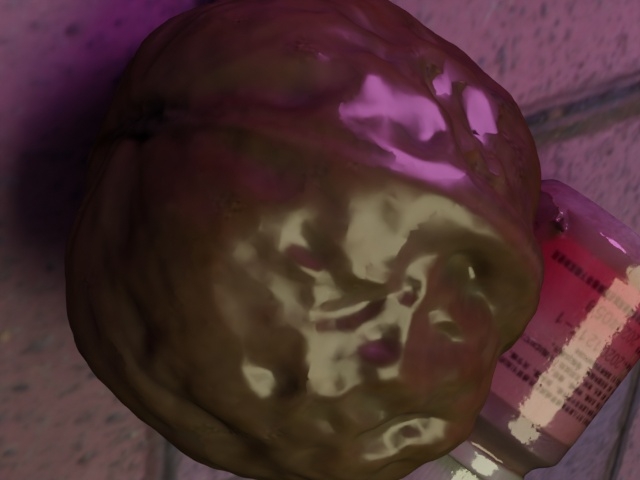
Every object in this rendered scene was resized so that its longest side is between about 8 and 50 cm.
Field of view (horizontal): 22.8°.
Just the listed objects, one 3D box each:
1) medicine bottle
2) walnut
[{"bbox_3d":[0.131,0.086,1.111,0.247,0.147,0.147,-53,142,3],"label":"medicine bottle"},{"bbox_3d":[0.000,-0.002,0.841,0.227,0.273,0.273,-33,151,29],"label":"walnut"}]
